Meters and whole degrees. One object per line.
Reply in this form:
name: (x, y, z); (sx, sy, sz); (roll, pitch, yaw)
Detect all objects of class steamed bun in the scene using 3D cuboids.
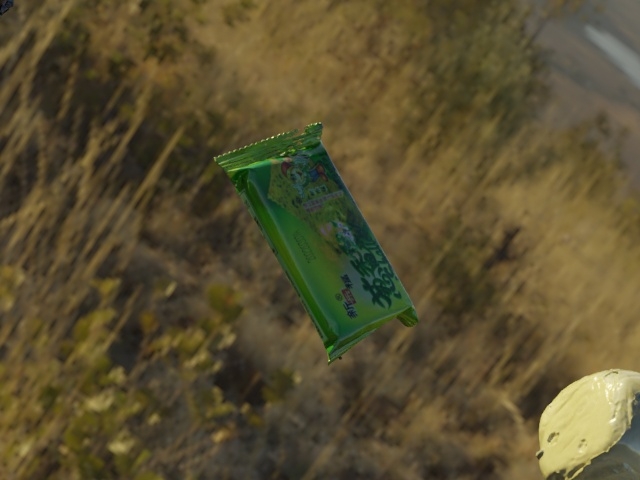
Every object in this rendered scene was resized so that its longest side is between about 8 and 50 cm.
steamed bun: (0.256, 0.171, 1.339); (0.091, 0.130, 0.113); (28, 47, -25)

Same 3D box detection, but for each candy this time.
candy: (0.000, 0.000, 1.159); (0.102, 0.032, 0.178); (-19, 75, -41)

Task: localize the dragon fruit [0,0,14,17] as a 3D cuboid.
dragon fruit: (-0.262, -0.206, 0.981); (0.142, 0.130, 0.121); (3, 42, 2)
